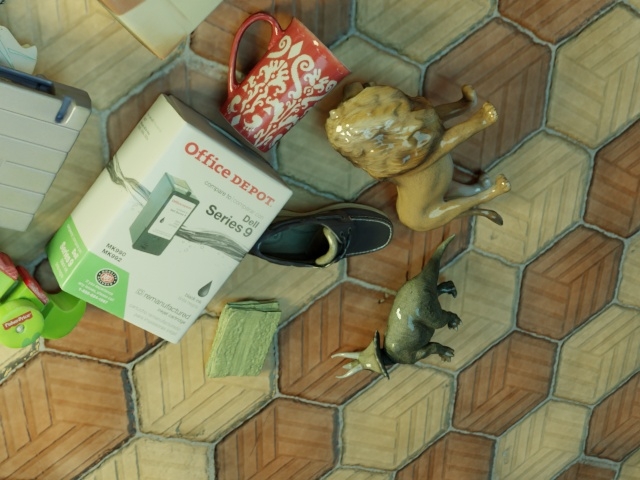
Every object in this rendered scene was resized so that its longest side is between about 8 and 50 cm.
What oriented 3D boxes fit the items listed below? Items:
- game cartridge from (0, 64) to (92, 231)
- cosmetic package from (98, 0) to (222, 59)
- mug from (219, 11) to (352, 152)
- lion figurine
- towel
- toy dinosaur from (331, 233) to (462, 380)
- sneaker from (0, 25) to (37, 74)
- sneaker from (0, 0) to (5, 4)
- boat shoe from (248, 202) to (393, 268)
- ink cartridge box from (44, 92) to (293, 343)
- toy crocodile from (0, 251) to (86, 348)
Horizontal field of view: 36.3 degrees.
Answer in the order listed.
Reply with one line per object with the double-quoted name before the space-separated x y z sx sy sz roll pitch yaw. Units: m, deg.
"game cartridge" -0.487 -0.135 1.177 0.355 0.068 0.230 15 130 -35
"cosmetic package" -0.260 -0.368 1.137 0.129 0.153 0.296 -45 129 0
"mug" -0.066 -0.227 1.383 0.169 0.150 0.113 -47 166 8
"lion figurine" 0.164 -0.107 1.549 0.240 0.142 0.392 -28 133 -3
"towel" -0.128 0.164 1.618 0.110 0.027 0.148 3 115 -32
"toy dinosaur" 0.170 0.138 1.714 0.160 0.121 0.313 8 119 -48
"sneaker" -0.417 -0.242 1.194 0.152 0.054 0.061 25 91 -42
"sneaker" -0.407 -0.318 1.159 0.069 0.038 0.098 -29 138 -14
"boat shoe" 0.000 0.000 1.547 0.285 0.092 0.102 2 117 -30
"ink cartridge box" -0.214 -0.029 1.385 0.211 0.121 0.289 32 100 -35
"toy crocodile" -0.457 0.045 1.303 0.105 0.115 0.340 -50 132 -1
